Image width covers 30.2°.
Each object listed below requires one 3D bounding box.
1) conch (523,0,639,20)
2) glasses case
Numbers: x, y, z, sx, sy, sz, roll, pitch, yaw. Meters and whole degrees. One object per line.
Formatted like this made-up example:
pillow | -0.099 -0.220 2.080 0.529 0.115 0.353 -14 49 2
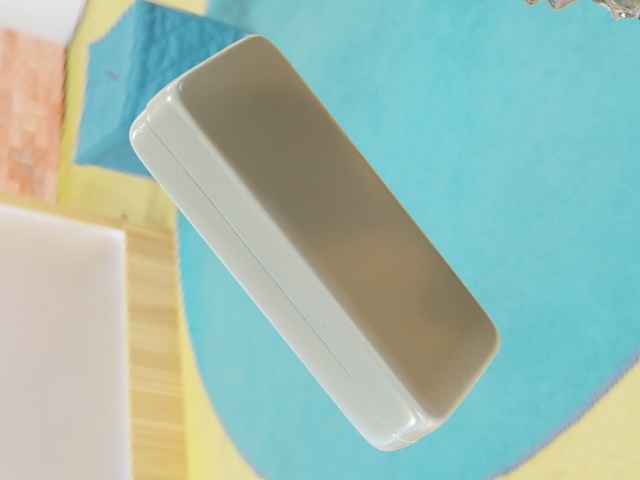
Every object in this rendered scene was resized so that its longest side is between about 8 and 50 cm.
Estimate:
conch | 0.184 -0.242 0.833 0.159 0.291 0.210 -43 30 17
glasses case | 0.000 0.000 0.888 0.070 0.313 0.131 -35 6 43
